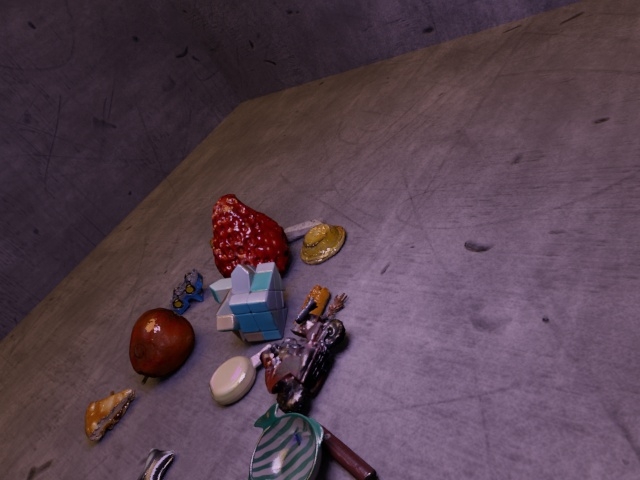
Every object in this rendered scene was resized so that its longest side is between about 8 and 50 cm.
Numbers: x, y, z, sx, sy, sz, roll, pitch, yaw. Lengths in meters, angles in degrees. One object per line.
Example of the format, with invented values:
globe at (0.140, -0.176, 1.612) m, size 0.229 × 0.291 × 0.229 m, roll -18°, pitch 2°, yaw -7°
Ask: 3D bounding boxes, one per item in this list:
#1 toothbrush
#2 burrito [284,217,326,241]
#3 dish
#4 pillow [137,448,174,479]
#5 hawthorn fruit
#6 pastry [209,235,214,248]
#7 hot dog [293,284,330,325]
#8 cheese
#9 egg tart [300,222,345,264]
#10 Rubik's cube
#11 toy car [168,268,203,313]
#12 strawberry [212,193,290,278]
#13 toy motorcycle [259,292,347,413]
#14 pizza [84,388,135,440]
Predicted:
toothbrush at (0.001, 0.462, 1.095) m, size 0.041 × 0.041 × 0.364 m, roll -47°, pitch 33°, yaw -18°
burrito at (-0.069, -0.041, 1.797) m, size 0.203 × 0.064 × 0.064 m, roll -19°, pitch 36°, yaw 21°
dish at (-0.071, 0.498, 1.066) m, size 0.224 × 0.078 × 0.246 m, roll -44°, pitch 34°, yaw 2°
pillow at (-0.466, 0.645, 1.277) m, size 0.091 × 0.055 × 0.135 m, roll -35°, pitch 23°, yaw 39°
hawthorn fruit at (-0.558, 0.365, 1.586) m, size 0.224 × 0.224 × 0.260 m, roll -2°, pitch 58°, yaw 41°
pastry at (-0.455, 0.015, 2.083) m, size 0.080 × 0.056 × 0.140 m, roll -39°, pitch 28°, yaw -28°
hot dog at (-0.026, 0.209, 1.433) m, size 0.072 × 0.055 × 0.188 m, roll -8°, pitch 42°, yaw 39°
cheese at (-0.229, 0.389, 1.380) m, size 0.227 × 0.064 × 0.137 m, roll -39°, pitch 36°, yaw -3°
egg tart at (0.000, 0.000, 1.669) m, size 0.191 × 0.074 × 0.191 m, roll -24°, pitch 31°, yaw 16°
Rubik's cube at (-0.234, 0.197, 1.462) m, size 0.213 × 0.265 × 0.224 m, roll -7°, pitch 37°, yaw 13°
toy car at (-0.529, 0.215, 1.866) m, size 0.191 × 0.100 × 0.097 m, roll -50°, pitch 30°, yaw 15°
strawberry at (-0.282, -0.001, 1.673) m, size 0.295 × 0.345 × 0.317 m, roll -28°, pitch 33°, yaw 10°
toy motorcycle at (-0.036, 0.278, 1.286) m, size 0.207 × 0.134 × 0.401 m, roll 9°, pitch 54°, yaw 41°
pizza at (-0.714, 0.580, 1.580) m, size 0.194 × 0.069 × 0.154 m, roll -35°, pitch 31°, yaw -11°
